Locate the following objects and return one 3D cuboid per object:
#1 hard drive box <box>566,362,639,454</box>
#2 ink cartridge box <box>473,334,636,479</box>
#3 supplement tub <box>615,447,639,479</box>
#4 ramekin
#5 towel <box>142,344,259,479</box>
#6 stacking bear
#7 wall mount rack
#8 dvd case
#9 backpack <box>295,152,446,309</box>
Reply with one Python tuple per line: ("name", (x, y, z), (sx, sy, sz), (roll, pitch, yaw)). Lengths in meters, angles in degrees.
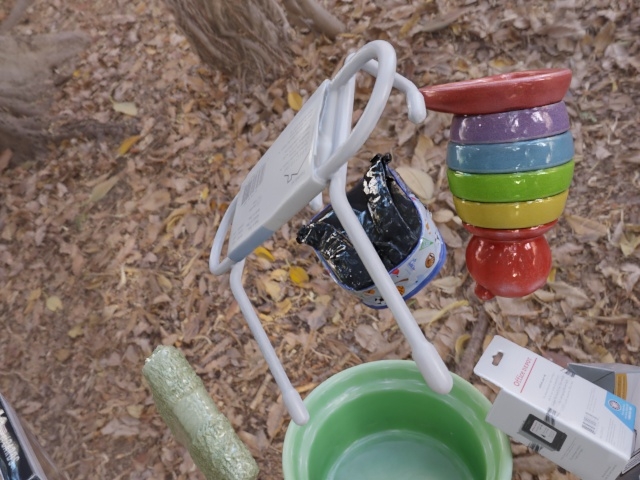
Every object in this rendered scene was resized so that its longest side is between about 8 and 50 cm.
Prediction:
("hard drive box", (0.578, 0.337, 0.982), (0.089, 0.232, 0.181), (-2, 80, 51))
("ink cartridge box", (0.278, 0.203, 0.617), (0.180, 0.060, 0.104), (28, 33, 25))
("supplement tub", (0.464, 0.294, 0.553), (0.193, 0.193, 0.316), (60, 140, 40))
("ramekin", (0.108, 0.329, 0.707), (0.303, 0.148, 0.303), (-8, 30, 4))
("towel", (-0.087, 0.138, 0.356), (0.027, 0.148, 0.110), (-32, 73, -29))
("stacking bear", (0.241, -0.063, 0.653), (0.175, 0.289, 0.164), (-14, 19, -15))
("wall mount rack", (0.000, 0.000, 0.486), (0.350, 0.130, 0.304), (-37, 38, 49))
("dvd case", (-0.277, 0.288, 0.536), (0.029, 0.239, 0.179), (-35, 33, -31))
("backpack", (0.119, 0.008, 1.021), (0.276, 0.213, 0.263), (-44, 34, 15))
